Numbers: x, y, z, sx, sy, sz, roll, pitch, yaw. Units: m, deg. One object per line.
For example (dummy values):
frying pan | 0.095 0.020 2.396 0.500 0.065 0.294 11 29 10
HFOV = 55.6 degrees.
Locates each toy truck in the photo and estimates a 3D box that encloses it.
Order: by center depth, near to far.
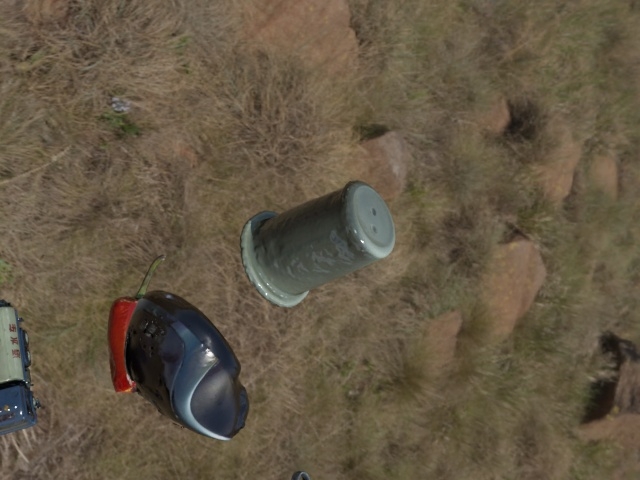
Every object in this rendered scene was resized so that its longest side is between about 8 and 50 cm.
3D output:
toy truck | -0.488 0.190 0.938 0.074 0.088 0.201 -11 68 -19

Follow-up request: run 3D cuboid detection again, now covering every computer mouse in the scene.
computer mouse | -0.160 0.160 0.712 0.096 0.137 0.233 -40 139 -28

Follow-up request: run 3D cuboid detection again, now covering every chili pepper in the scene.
chili pepper | -0.467 0.206 1.524 0.135 0.131 0.338 10 66 -47

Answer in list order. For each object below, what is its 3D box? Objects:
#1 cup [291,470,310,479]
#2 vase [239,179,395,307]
cup | -0.024 0.372 0.841 0.077 0.078 0.100 40 47 -58
vase | 0.000 0.000 1.355 0.245 0.291 0.244 29 50 -41
